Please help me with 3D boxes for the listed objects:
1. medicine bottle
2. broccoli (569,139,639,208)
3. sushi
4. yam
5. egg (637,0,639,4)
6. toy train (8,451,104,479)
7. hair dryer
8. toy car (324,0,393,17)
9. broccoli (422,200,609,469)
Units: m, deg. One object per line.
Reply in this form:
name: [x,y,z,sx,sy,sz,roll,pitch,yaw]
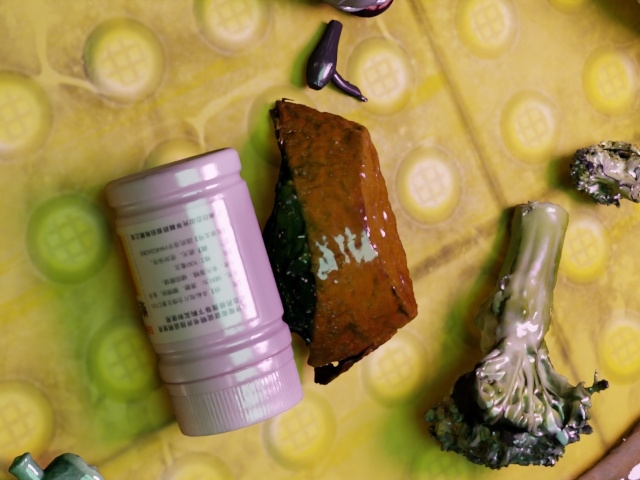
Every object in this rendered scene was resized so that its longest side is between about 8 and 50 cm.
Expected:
medicine bottle: [-0.107,0.047,1.369,0.133,0.133,0.250,-21,98,-27]
broccoli: [0.330,-0.074,1.629,0.095,0.092,0.097,-38,124,-10]
sushi: [0.001,0.000,1.431,0.149,0.140,0.287,-31,106,-64]
yam: [0.357,0.254,1.643,0.317,0.067,0.071,-34,117,-23]
egg: [0.468,-0.381,1.608,0.283,0.283,0.345,19,69,-26]
toy train: [-0.275,0.332,1.270,0.369,0.150,0.237,-45,102,-23]
hair dryer: [0.023,-0.177,1.511,0.083,0.031,0.079,37,63,-36]
toy car: [0.060,-0.371,1.456,0.212,0.180,0.270,43,70,-9]
broccoli: [0.213,0.096,1.552,0.165,0.145,0.304,20,68,-16]
